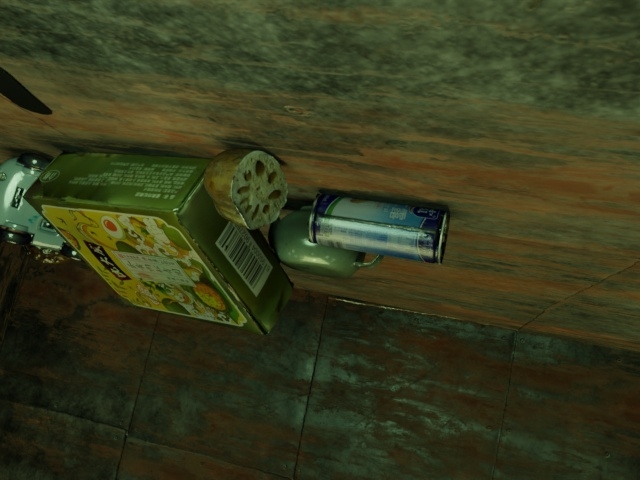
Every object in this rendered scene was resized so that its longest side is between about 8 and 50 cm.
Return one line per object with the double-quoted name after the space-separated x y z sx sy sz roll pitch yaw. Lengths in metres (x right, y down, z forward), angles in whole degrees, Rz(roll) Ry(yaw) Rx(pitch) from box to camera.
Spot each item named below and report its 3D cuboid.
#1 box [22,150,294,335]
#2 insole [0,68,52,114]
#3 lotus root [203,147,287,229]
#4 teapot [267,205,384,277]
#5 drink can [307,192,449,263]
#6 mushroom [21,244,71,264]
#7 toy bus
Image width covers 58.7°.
-0.308 0.005 1.126 0.420 0.138 0.373 7 144 29 "box"
-0.449 -0.222 0.789 0.080 0.003 0.232 11 171 8 "insole"
-0.112 -0.083 0.868 0.081 0.112 0.122 16 144 41 "lotus root"
0.000 0.000 1.165 0.294 0.130 0.193 4 167 30 "teapot"
0.101 -0.022 0.998 0.235 0.097 0.097 8 170 18 "drink can"
-0.709 -0.030 1.638 0.283 0.195 0.263 -1 169 -28 "mushroom"
-0.607 -0.076 1.302 0.287 0.194 0.232 18 177 -32 "toy bus"
